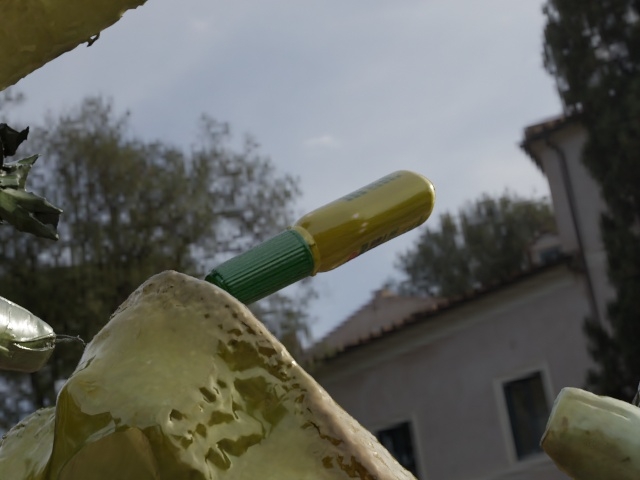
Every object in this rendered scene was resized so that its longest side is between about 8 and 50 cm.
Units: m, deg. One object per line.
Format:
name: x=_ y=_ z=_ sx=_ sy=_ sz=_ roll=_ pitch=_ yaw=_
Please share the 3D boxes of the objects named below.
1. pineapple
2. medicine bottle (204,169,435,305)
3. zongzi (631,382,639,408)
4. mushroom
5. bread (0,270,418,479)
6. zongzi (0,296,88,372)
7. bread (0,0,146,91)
pineapple: x=-0.309 y=-0.054 z=1.110 sx=0.119 sy=0.130 sz=0.277 roll=16 pitch=-11 yaw=14
medicine bottle: x=0.000 y=0.000 z=1.367 sx=0.260 sy=0.064 sz=0.095 roll=-25 pitch=2 yaw=-29
zongzi: x=0.352 y=0.195 z=1.197 sx=0.138 sy=0.286 sz=0.300 roll=-6 pitch=-41 yaw=2
mushroom: x=0.290 y=0.203 z=0.881 sx=0.333 sy=0.087 sz=0.107 roll=27 pitch=-43 yaw=6
bread: x=-0.016 y=0.133 z=0.402 sx=0.161 sy=0.233 sz=0.088 roll=-47 pitch=-11 yaw=25
zongzi: x=-0.240 y=0.085 z=1.066 sx=0.154 sy=0.062 sz=0.130 roll=28 pitch=-4 yaw=-28
bread: x=-0.318 y=-0.235 z=1.280 sx=0.279 sy=0.315 sz=0.248 roll=1 pitch=-32 yaw=14
